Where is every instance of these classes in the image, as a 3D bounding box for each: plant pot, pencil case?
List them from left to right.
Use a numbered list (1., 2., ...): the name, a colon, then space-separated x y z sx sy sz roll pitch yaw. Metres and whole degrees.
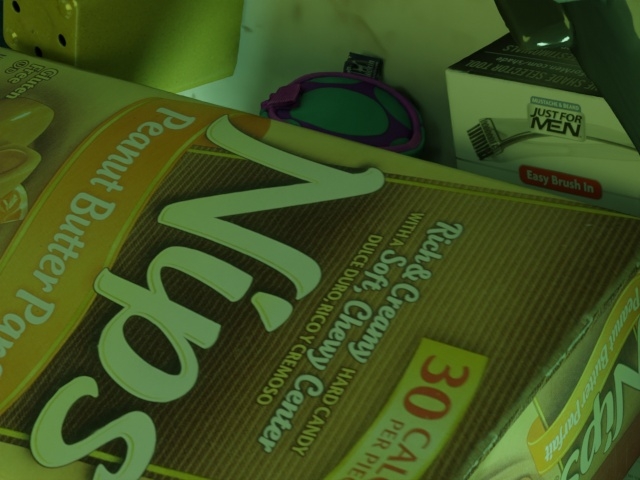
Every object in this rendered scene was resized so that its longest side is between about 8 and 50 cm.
1. plant pot: -0.090 -0.107 0.657 0.081 0.083 0.081 37 138 27
2. pencil case: 0.000 0.000 0.646 0.070 0.064 0.151 24 133 15

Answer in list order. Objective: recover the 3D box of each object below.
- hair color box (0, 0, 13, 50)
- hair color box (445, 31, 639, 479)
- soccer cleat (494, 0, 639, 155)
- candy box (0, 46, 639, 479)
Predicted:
1. hair color box: -0.278 -0.092 0.859 0.174 0.105 0.347 57 142 2
2. hair color box: 0.104 0.013 0.549 0.093 0.053 0.167 17 128 40
3. soccer cleat: 0.141 -0.027 0.421 0.289 0.121 0.093 63 173 4
4. candy box: -0.060 0.037 0.529 0.316 0.183 0.087 17 136 35
